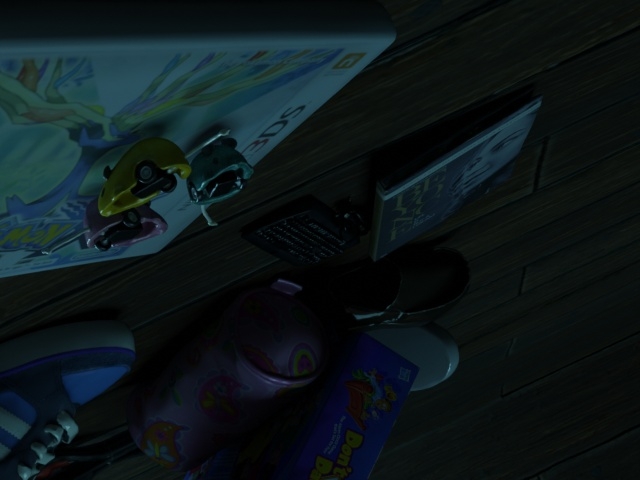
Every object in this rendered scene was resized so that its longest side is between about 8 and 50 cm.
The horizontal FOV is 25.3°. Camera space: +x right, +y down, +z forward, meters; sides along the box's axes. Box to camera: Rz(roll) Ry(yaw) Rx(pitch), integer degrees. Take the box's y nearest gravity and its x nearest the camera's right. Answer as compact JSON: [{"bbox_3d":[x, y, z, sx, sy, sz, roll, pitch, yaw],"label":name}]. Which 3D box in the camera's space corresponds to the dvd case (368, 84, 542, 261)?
[{"bbox_3d":[0.120,-0.056,1.317,0.164,0.018,0.221,-31,166,-9],"label":"dvd case"}]

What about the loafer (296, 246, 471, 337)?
[{"bbox_3d":[0.082,0.054,1.553,0.220,0.080,0.078,-17,164,-29],"label":"loafer"}]

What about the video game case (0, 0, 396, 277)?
[{"bbox_3d":[-0.154,-0.053,0.889,0.329,0.036,0.300,-9,158,-46],"label":"video game case"}]

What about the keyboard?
[{"bbox_3d":[0.000,0.000,1.321,0.100,0.038,0.192,-28,166,10],"label":"keyboard"}]

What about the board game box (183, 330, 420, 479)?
[{"bbox_3d":[-0.044,0.234,1.560,0.233,0.078,0.347,-62,-165,-19],"label":"board game box"}]

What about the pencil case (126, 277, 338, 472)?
[{"bbox_3d":[-0.101,0.148,1.516,0.124,0.124,0.284,-13,160,-39],"label":"pencil case"}]

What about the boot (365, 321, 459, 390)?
[{"bbox_3d":[0.094,0.118,1.711,0.123,0.095,0.258,-23,-168,-40],"label":"boot"}]

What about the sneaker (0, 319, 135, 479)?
[{"bbox_3d":[-0.281,0.227,1.250,0.322,0.236,0.130,-20,164,-19],"label":"sneaker"}]

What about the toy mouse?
[{"bbox_3d":[-0.100,-0.032,0.918,0.161,0.031,0.143,-30,165,16],"label":"toy mouse"}]

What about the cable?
[{"bbox_3d":[-0.297,0.261,1.760,0.287,0.072,0.139,-30,153,-36],"label":"cable"}]
